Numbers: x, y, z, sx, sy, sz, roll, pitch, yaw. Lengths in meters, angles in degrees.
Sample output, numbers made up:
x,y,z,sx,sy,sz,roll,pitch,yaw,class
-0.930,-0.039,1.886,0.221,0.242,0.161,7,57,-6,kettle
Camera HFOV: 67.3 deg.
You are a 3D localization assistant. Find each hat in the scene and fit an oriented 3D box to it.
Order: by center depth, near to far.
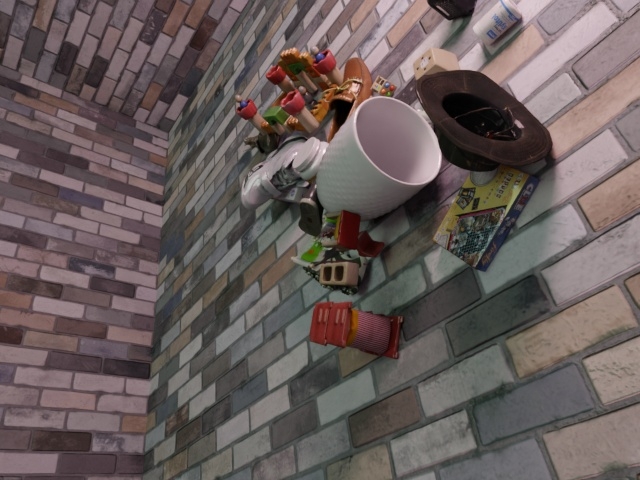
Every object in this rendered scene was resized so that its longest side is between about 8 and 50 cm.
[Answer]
x,y,z,sx,sy,sz,roll,pitch,yaw,class
0.351,-0.252,1.115,0.134,0.332,0.331,110,156,-50,hat

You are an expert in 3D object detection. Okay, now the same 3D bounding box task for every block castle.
x,y,z,sx,sy,sz,roll,pitch,yaw,class
-0.129,-0.597,1.920,0.453,0.213,0.303,15,66,54,block castle

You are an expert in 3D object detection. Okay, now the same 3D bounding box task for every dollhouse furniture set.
x,y,z,sx,sy,sz,roll,pitch,yaw,class
0.113,0.117,1.313,0.152,0.201,0.373,-8,70,53,dollhouse furniture set

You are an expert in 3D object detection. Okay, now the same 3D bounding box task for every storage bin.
x,y,z,sx,sy,sz,roll,pitch,yaw,class
0.400,-0.762,1.409,0.084,0.122,0.180,10,82,56,storage bin

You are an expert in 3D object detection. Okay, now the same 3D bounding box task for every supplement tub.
x,y,z,sx,sy,sz,roll,pitch,yaw,class
0.467,-0.580,1.271,0.107,0.071,0.071,-41,44,39,supplement tub
0.021,-0.238,1.607,0.144,0.200,0.144,-43,28,30,supplement tub

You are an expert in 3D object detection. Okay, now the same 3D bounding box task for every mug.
x,y,z,sx,sy,sz,roll,pitch,yaw,class
0.140,-0.241,1.403,0.328,0.276,0.374,-42,36,55,mug

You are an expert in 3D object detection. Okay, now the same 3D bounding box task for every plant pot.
x,y,z,sx,sy,sz,roll,pitch,yaw,class
0.331,-0.493,1.401,0.109,0.096,0.109,-35,48,43,plant pot

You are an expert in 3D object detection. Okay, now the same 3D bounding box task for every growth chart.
x,y,z,sx,sy,sz,roll,pitch,yaw,class
0.000,0.000,1.626,0.172,0.021,0.237,2,49,54,growth chart

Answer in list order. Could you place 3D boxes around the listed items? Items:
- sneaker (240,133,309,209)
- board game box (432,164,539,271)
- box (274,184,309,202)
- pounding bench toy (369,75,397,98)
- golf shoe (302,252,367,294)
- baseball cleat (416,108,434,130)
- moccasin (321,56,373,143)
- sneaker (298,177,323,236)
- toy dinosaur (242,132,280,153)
x,y,z,sx,sy,sz,roll,pitch,yaw,class
-0.157,-0.242,1.828,0.366,0.137,0.210,-45,29,3,sneaker
0.389,-0.068,1.158,0.243,0.042,0.165,-63,34,12,board game box
-0.154,-0.198,1.986,0.324,0.063,0.067,17,89,57,box
0.207,-0.501,1.624,0.083,0.052,0.065,-58,36,19,pounding bench toy
0.050,0.096,1.542,0.273,0.105,0.120,9,62,54,golf shoe
0.258,-0.333,1.453,0.206,0.072,0.109,-1,80,59,baseball cleat
0.089,-0.478,1.696,0.139,0.147,0.379,-3,72,55,moccasin
-0.012,-0.105,1.581,0.222,0.083,0.118,95,-160,-62,sneaker
-0.233,-0.467,2.216,0.314,0.121,0.160,20,103,52,toy dinosaur
